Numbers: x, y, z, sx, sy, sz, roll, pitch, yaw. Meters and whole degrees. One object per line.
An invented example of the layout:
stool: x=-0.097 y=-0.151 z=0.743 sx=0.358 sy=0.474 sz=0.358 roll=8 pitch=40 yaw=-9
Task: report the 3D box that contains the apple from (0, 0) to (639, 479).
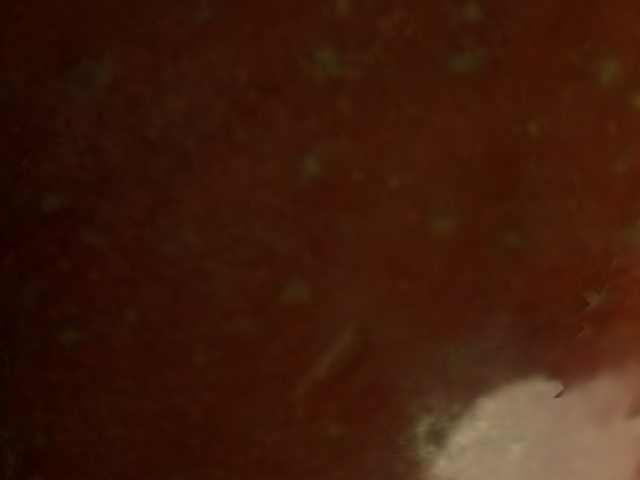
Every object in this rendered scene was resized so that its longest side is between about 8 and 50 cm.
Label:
apple: x=0.000 y=0.000 z=0.569 sx=0.277 sy=0.348 sz=0.348 roll=-15 pitch=142 yaw=-19
